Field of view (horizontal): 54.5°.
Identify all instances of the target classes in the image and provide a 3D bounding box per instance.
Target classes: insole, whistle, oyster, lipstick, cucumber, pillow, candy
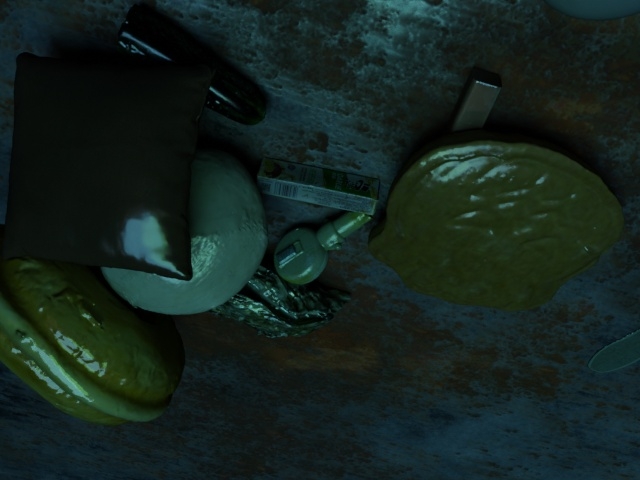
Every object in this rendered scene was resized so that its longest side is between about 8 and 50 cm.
[{"bbox_3d":[0.619,0.199,1.209,0.080,0.003,0.232,26,130,-13],"label":"insole"},{"bbox_3d":[0.000,0.000,1.090,0.198,0.104,0.057,-35,143,19],"label":"whistle"},{"bbox_3d":[-0.113,0.103,1.179,0.351,0.162,0.158,11,93,-10],"label":"oyster"},{"bbox_3d":[0.218,-0.179,0.923,0.045,0.045,0.145,16,132,-2],"label":"lipstick"},{"bbox_3d":[-0.184,-0.246,0.919,0.241,0.074,0.074,32,128,-18],"label":"cucumber"},{"bbox_3d":[-0.309,-0.105,0.878,0.306,0.108,0.307,7,92,13],"label":"pillow"},{"bbox_3d":[-0.227,-0.014,1.002,0.296,0.185,0.295,0,89,11],"label":"candy"}]

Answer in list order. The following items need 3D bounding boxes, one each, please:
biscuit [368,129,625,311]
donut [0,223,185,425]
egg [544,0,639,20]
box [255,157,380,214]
[{"bbox_3d":[0.279,-0.012,1.011,0.386,0.062,0.365,17,136,-14],"label":"biscuit"},{"bbox_3d":[-0.421,0.137,1.093,0.198,0.449,0.449,-43,117,-1],"label":"donut"},{"bbox_3d":[0.338,-0.327,0.704,0.199,0.146,0.146,-4,130,5],"label":"egg"},{"bbox_3d":[-0.004,-0.090,1.037,0.207,0.049,0.041,11,136,0],"label":"box"}]
